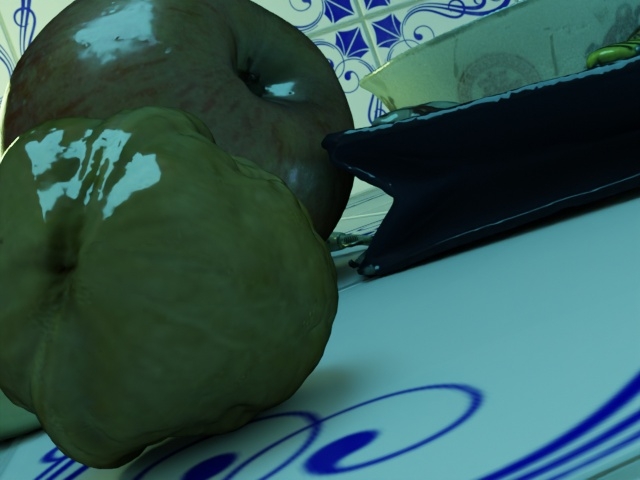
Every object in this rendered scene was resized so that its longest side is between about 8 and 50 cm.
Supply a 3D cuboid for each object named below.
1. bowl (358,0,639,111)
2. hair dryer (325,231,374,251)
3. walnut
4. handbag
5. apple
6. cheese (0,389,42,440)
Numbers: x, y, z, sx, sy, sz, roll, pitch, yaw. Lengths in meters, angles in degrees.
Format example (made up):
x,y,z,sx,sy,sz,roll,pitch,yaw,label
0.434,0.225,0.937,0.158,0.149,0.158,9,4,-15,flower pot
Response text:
x,y,z,sx,sy,sz,roll,pitch,yaw,label
0.285,-0.199,1.220,0.434,0.196,0.435,-19,4,1,bowl
0.001,-0.001,1.046,0.199,0.068,0.167,-7,3,24,hair dryer
-0.071,0.019,0.377,0.166,0.149,0.166,12,-8,2,walnut
0.191,-0.091,0.765,0.329,0.122,0.303,-17,4,22,handbag
-0.113,-0.089,0.824,0.269,0.345,0.344,-15,5,33,apple
-0.241,0.091,0.613,0.227,0.065,0.137,-10,8,27,cheese
